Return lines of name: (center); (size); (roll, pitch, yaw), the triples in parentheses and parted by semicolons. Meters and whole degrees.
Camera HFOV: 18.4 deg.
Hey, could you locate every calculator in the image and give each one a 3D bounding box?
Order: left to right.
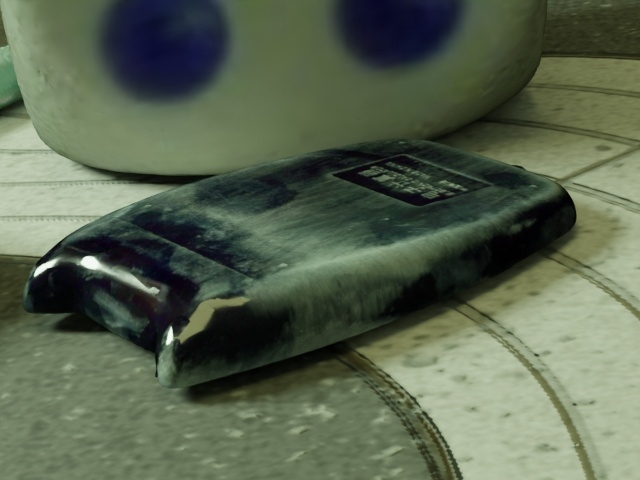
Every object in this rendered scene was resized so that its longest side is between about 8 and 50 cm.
calculator: (0.000, 0.000, 0.964); (0.268, 0.040, 0.177); (-18, 25, -35)

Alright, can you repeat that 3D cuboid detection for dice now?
dice: (-0.042, -0.220, 1.160); (0.304, 0.304, 0.277); (-9, 20, -4)

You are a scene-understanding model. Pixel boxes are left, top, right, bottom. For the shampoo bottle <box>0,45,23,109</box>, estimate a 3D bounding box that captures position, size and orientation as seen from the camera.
shampoo bottle: (-0.243, -0.088, 1.254); (0.069, 0.041, 0.190); (6, 25, 44)
